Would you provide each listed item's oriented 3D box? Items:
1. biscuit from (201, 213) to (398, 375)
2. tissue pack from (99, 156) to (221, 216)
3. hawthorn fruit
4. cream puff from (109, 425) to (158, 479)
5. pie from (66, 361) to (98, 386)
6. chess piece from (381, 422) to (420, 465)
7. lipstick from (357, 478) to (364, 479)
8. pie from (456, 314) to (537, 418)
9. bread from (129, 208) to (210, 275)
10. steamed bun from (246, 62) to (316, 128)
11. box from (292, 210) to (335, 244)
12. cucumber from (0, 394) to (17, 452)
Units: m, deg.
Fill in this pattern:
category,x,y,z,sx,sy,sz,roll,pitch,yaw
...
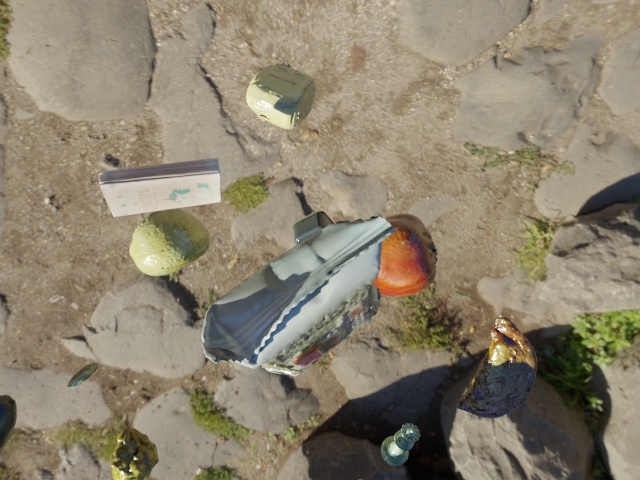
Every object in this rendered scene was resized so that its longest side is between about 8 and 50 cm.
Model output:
category,x,y,z,sx,sy,sz,roll,pitch,yaw
biscuit,-0.007,0.073,0.483,0.186,0.309,0.079,-33,71,-7
tissue pack,-0.458,-0.157,1.345,0.326,0.170,0.071,-9,66,-14
hawthorn fruit,0.214,0.054,1.492,0.330,0.287,0.287,-12,110,20
cream puff,-0.548,0.622,1.318,0.146,0.146,0.116,-14,130,1
pie,-0.565,0.320,1.085,0.085,0.085,0.017,-32,103,7
chess piece,0.120,0.294,0.667,0.042,0.042,0.093,9,135,-6
lipstick,0.187,0.479,0.574,0.418,0.077,0.077,44,102,11
pie,0.283,0.209,0.704,0.088,0.033,0.191,17,115,10
bread,-0.621,0.015,1.899,0.320,0.320,0.237,-39,80,10
steamed bun,-0.148,-0.538,1.723,0.232,0.273,0.166,19,140,7
box,0.000,0.000,1.698,0.145,0.090,0.201,-26,131,17
cucumber,-0.746,0.434,0.989,0.115,0.063,0.243,27,105,-24
